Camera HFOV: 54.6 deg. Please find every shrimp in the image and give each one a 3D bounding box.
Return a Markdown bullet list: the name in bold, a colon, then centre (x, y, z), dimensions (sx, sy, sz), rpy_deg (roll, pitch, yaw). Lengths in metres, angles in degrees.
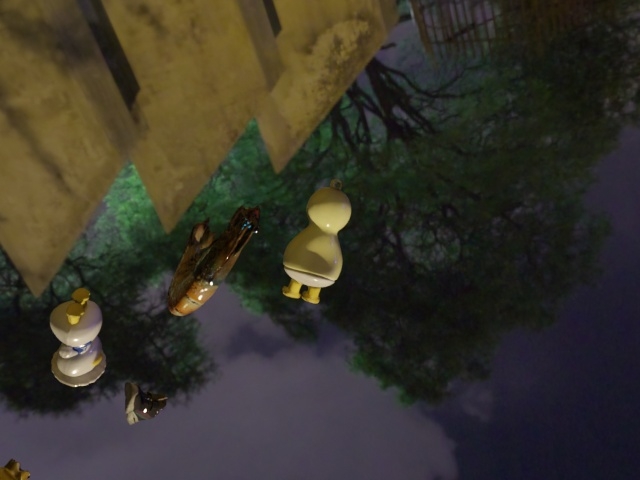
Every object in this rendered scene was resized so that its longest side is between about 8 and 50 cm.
- **shrimp**: centre (-0.207, 0.011, 1.196), dimensions (0.290, 0.054, 0.222), rpy_deg (-46, -150, 24)

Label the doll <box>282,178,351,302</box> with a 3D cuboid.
- **doll**: centre (-0.002, -0.001, 1.460), dimensions (0.141, 0.296, 0.117), rpy_deg (18, 176, -11)

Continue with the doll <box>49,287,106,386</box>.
- **doll**: centre (-0.519, 0.218, 1.334), dimensions (0.119, 0.293, 0.138), rpy_deg (17, -136, -7)

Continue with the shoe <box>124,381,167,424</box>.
- **shoe**: centre (-0.419, 0.389, 1.491), dimensions (0.099, 0.169, 0.071), rpy_deg (-2, -126, -14)

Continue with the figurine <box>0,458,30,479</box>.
- **figurine**: centre (-0.730, 0.543, 1.264), dimensions (0.185, 0.127, 0.234), rpy_deg (9, -130, 19)
